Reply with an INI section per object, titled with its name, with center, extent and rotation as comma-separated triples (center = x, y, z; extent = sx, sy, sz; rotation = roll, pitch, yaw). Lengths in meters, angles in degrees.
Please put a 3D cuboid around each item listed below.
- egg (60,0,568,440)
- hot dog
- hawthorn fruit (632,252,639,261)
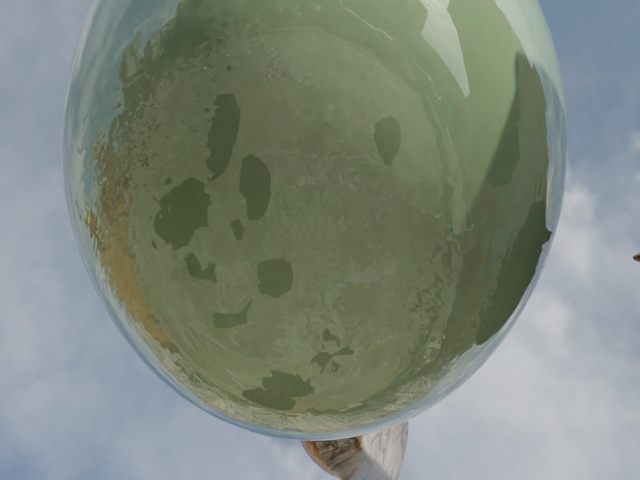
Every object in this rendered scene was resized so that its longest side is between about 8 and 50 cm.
[egg]
center = -0.003, -0.068, 0.492
extent = 0.276, 0.389, 0.276
rotation = 1, -44, 1
[hot dog]
center = 0.033, 0.160, 0.740
extent = 0.059, 0.108, 0.191
rotation = 5, -26, 24
[hawthorn fruit]
center = 0.311, 0.087, 0.526
extent = 0.262, 0.210, 0.210
rotation = 40, -66, 3
